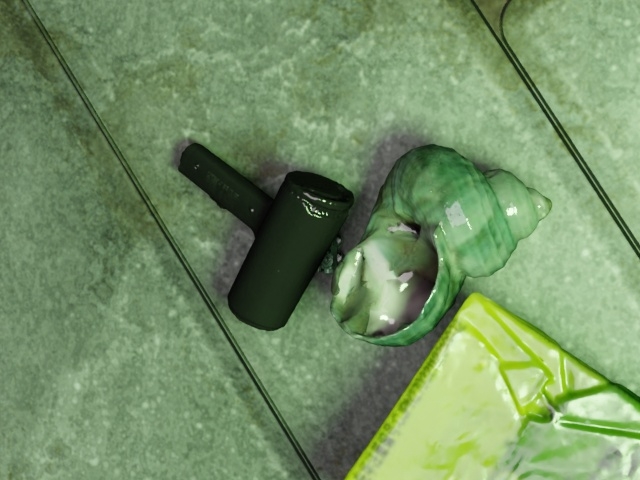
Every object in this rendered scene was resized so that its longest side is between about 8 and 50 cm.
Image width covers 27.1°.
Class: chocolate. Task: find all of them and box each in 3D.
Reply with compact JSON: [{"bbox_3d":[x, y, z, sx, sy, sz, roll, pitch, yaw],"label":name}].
[{"bbox_3d":[0.217,0.253,1.521,0.288,0.137,0.301,35,98,9],"label":"chocolate"}]

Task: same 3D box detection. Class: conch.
[{"bbox_3d":[0.130,-0.002,1.518,0.277,0.220,0.195,-20,126,1],"label":"conch"}]

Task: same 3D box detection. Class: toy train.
[{"bbox_3d":[0.000,0.000,1.649,0.053,0.033,0.083,3,96,24],"label":"toy train"}]

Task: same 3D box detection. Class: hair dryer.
[{"bbox_3d":[-0.089,-0.036,1.643,0.251,0.089,0.197,42,119,30],"label":"hair dryer"}]
